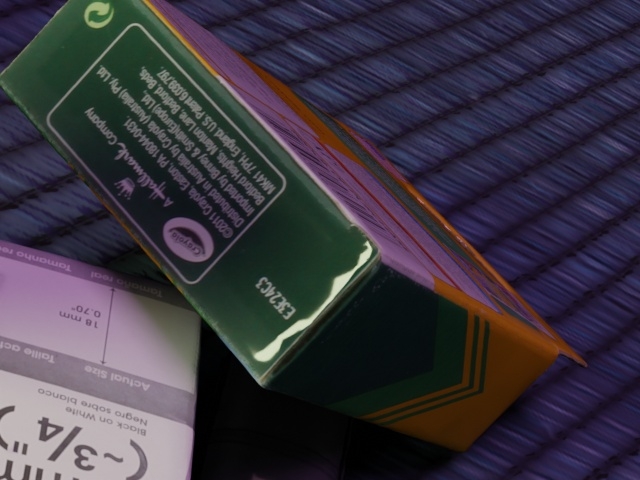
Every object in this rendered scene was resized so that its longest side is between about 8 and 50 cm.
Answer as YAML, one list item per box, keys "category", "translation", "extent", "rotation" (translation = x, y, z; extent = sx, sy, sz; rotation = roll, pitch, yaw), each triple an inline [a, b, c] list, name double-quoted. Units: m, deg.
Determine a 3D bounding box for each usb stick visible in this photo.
- category: "usb stick"
  translation: [-0.033, 0.151, 0.908]
  extent: [0.077, 0.045, 0.278]
  rotation: [24, 38, -9]

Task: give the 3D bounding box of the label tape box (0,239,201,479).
- category: "label tape box"
  translation: [-0.179, 0.135, 0.765]
  extent: [0.241, 0.106, 0.333]
  rotation: [15, 39, -12]

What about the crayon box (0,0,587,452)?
- category: "crayon box"
  translation: [0.000, 0.000, 0.981]
  extent: [0.203, 0.083, 0.323]
  rotation: [47, 9, 25]
